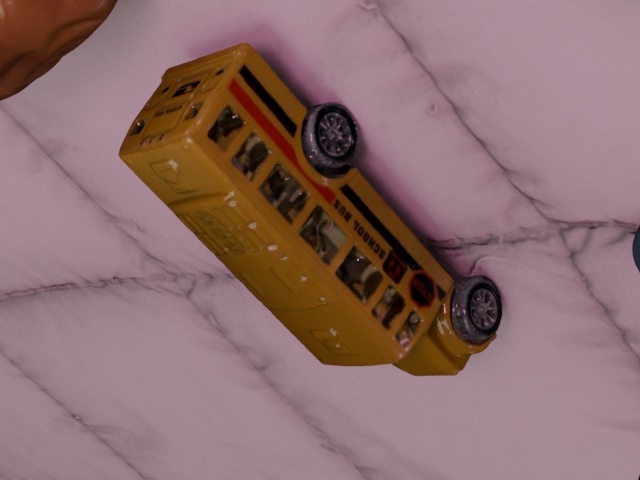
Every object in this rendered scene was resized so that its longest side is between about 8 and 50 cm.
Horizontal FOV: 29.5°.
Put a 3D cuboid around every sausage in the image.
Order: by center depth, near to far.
[{"bbox_3d":[-0.236,-0.176,0.899,0.120,0.136,0.241,48,141,-16],"label":"sausage"}]

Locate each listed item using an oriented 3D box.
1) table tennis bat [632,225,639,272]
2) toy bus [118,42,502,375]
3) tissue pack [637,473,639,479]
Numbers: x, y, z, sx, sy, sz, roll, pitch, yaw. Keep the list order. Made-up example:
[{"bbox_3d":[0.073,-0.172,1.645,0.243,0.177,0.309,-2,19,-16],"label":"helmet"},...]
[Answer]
[{"bbox_3d":[0.263,0.002,0.831,0.100,0.019,0.155,14,147,25],"label":"table tennis bat"},{"bbox_3d":[0.000,0.000,0.953,0.121,0.123,0.335,-9,131,48],"label":"toy bus"},{"bbox_3d":[0.415,0.178,0.712,0.416,0.264,0.253,31,152,-3],"label":"tissue pack"}]
